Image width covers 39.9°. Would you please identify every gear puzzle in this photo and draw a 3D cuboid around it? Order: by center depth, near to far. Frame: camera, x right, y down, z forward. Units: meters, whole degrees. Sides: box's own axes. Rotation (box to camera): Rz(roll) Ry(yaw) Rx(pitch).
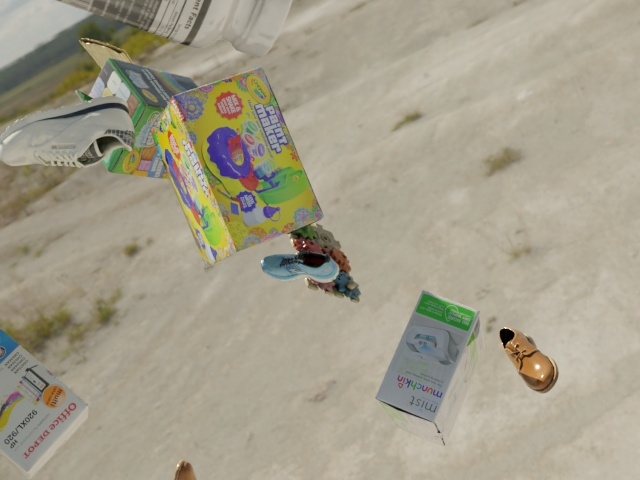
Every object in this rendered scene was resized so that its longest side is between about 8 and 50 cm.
[{"bbox_3d":[0.000,0.000,2.098,0.044,0.176,0.338,-48,42,27],"label":"gear puzzle"}]

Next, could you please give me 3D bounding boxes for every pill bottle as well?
[{"bbox_3d":[-0.234,-0.419,1.352,0.210,0.363,0.210,-164,90,-69],"label":"pill bottle"}]

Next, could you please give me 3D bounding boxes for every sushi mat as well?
[{"bbox_3d":[-0.468,-0.380,2.201,0.152,0.316,0.019,22,69,32],"label":"sushi mat"}]

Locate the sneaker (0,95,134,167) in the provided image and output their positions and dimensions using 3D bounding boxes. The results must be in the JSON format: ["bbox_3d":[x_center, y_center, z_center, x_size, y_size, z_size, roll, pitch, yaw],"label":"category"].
[{"bbox_3d":[-0.424,-0.162,1.463,0.235,0.094,0.090,-18,-19,6],"label":"sneaker"}]

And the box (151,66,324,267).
[{"bbox_3d":[-0.162,-0.125,1.633,0.177,0.289,0.279,-22,0,-20],"label":"box"}]

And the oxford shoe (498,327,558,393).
[{"bbox_3d":[0.415,0.242,1.798,0.076,0.076,0.212,-53,20,9],"label":"oxford shoe"}]

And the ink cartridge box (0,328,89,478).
[{"bbox_3d":[-0.594,0.322,1.724,0.171,0.233,0.168,-49,0,-23],"label":"ink cartridge box"}]

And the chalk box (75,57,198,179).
[{"bbox_3d":[-0.384,-0.253,1.862,0.289,0.180,0.179,4,-52,-48],"label":"chalk box"}]

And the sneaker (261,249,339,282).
[{"bbox_3d":[-0.045,0.041,1.812,0.162,0.073,0.063,0,56,13],"label":"sneaker"}]

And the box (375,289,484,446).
[{"bbox_3d":[0.224,0.258,1.727,0.127,0.262,0.231,20,74,19],"label":"box"}]

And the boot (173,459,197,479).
[{"bbox_3d":[-0.194,0.503,1.665,0.153,0.197,0.073,-4,15,16],"label":"boot"}]
